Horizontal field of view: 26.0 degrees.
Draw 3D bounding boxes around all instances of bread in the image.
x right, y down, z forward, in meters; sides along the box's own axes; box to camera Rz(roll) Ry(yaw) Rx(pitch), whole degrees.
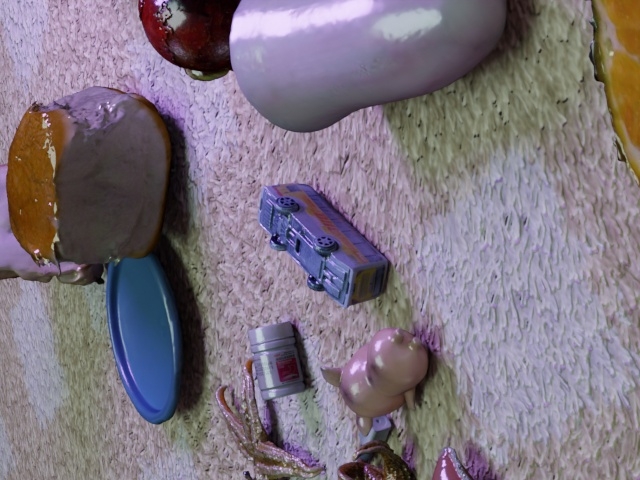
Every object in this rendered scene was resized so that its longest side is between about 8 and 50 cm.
[{"bbox_3d":[-0.339,-0.099,2.003,0.279,0.225,0.250,25,116,57],"label":"bread"}]

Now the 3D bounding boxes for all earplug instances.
[{"bbox_3d":[0.064,-0.199,1.338,0.301,0.172,0.172,0,99,54],"label":"earplug"}]

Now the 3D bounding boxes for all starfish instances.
[{"bbox_3d":[0.078,0.320,1.550,0.146,0.074,0.190,137,120,-65],"label":"starfish"},{"bbox_3d":[-0.083,0.260,1.852,0.247,0.050,0.138,52,140,35],"label":"starfish"}]

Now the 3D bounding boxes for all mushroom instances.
[{"bbox_3d":[-0.577,-0.021,2.287,0.313,0.397,0.224,15,110,62],"label":"mushroom"}]

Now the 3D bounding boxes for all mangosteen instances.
[{"bbox_3d":[-0.135,-0.267,1.672,0.166,0.166,0.180,53,168,39],"label":"mangosteen"}]

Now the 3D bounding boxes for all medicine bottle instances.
[{"bbox_3d":[-0.056,0.152,1.754,0.058,0.058,0.091,-19,83,61],"label":"medicine bottle"}]

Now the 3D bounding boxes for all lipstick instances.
[{"bbox_3d":[0.057,0.239,1.618,0.025,0.025,0.107,59,152,32],"label":"lipstick"}]

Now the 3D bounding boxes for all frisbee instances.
[{"bbox_3d":[-0.258,0.135,2.119,0.289,0.049,0.290,28,123,57],"label":"frisbee"}]

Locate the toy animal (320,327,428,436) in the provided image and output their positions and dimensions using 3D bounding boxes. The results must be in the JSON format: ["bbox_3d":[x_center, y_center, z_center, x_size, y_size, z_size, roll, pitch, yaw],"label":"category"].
[{"bbox_3d":[0.066,0.142,1.510,0.150,0.089,0.083,-55,49,41],"label":"toy animal"}]

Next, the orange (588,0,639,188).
[{"bbox_3d":[0.271,-0.131,0.879,0.310,0.274,0.274,41,165,-27],"label":"orange"}]

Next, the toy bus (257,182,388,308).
[{"bbox_3d":[0.000,0.000,1.585,0.190,0.075,0.064,46,139,43],"label":"toy bus"}]

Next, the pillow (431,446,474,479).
[{"bbox_3d":[0.158,0.326,1.413,0.179,0.075,0.171,38,133,49],"label":"pillow"}]
